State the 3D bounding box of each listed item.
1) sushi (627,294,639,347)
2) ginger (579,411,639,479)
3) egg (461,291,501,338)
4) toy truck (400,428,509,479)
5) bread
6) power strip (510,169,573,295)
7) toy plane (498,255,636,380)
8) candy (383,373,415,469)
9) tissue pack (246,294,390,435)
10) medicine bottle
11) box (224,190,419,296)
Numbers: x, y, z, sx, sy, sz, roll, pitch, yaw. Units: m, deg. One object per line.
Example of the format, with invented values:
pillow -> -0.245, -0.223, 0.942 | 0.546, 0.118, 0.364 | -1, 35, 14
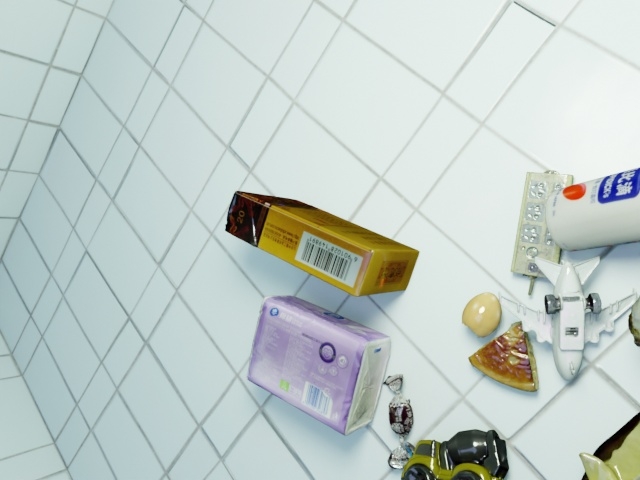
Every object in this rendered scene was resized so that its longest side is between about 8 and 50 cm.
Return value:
sushi -> 0.681, 0.092, 0.852 | 0.343, 0.182, 0.196 | -48, 59, 23
ginger -> 0.602, 0.524, 0.876 | 0.358, 0.211, 0.413 | 18, 98, 31
egg -> 0.354, 0.160, 1.131 | 0.080, 0.080, 0.096 | 40, 101, 29
toy truck -> 0.294, 0.495, 1.140 | 0.224, 0.147, 0.165 | -10, 59, 37
bread -> 0.413, 0.260, 1.102 | 0.154, 0.054, 0.136 | -50, 62, 29
power strip -> 0.459, -0.016, 1.088 | 0.092, 0.034, 0.268 | 11, 95, 34
toy plane -> 0.483, 0.157, 1.017 | 0.251, 0.101, 0.255 | -2, 97, 14
candy -> 0.187, 0.435, 1.255 | 0.094, 0.051, 0.226 | -6, 83, 41
tissue pack -> -0.012, 0.300, 1.329 | 0.338, 0.160, 0.242 | 19, 98, 35
medicine bottle -> 0.568, -0.065, 0.883 | 0.341, 0.130, 0.130 | -15, 80, 58
box -> 0.000, -0.001, 1.269 | 0.415, 0.264, 0.115 | 24, 102, 30
